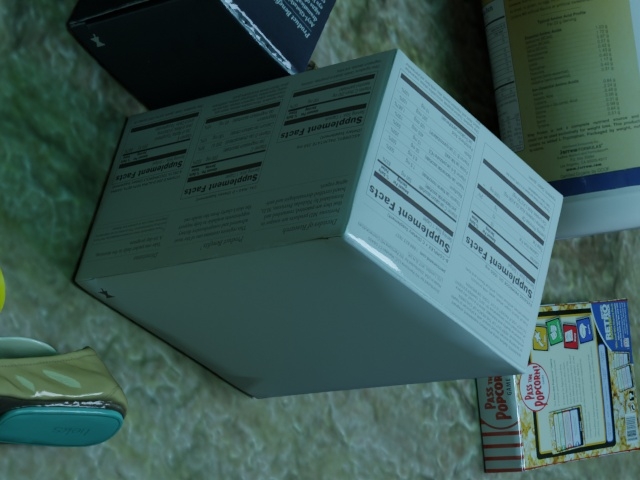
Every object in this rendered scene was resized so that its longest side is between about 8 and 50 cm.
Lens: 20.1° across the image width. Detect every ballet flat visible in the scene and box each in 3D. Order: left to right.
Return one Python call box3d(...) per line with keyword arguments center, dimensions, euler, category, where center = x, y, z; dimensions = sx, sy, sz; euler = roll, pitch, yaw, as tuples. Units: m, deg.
box3d(center=(-0.228, 0.097, 1.172), dimensions=(0.232, 0.080, 0.073), euler=(8, 49, -49), category="ballet flat")

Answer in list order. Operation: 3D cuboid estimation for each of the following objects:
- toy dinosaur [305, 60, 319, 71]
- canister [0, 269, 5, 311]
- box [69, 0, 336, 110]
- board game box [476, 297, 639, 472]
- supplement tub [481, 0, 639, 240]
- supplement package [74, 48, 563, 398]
box3d(center=(0.030, -0.049, 1.469), dimensions=(0.112, 0.064, 0.211), euler=(-48, 118, -42), category="toy dinosaur")
box3d(center=(-0.287, 0.017, 1.085), dimensions=(0.170, 0.073, 0.126), euler=(-14, 66, -50), category="canister")
box3d(center=(-0.066, -0.211, 1.329), dimensions=(0.108, 0.153, 0.207), euler=(45, 54, -34), category="box")
box3d(center=(0.219, 0.130, 1.657), dimensions=(0.193, 0.045, 0.146), euler=(0, 84, -47), category="board game box")
box3d(center=(0.265, -0.167, 1.623), dimensions=(0.228, 0.228, 0.316), euler=(-6, 88, -48), category="supplement tub")
box3d(center=(0.000, 0.000, 1.279), dimensions=(0.204, 0.262, 0.145), euler=(37, 58, -38), category="supplement package")
